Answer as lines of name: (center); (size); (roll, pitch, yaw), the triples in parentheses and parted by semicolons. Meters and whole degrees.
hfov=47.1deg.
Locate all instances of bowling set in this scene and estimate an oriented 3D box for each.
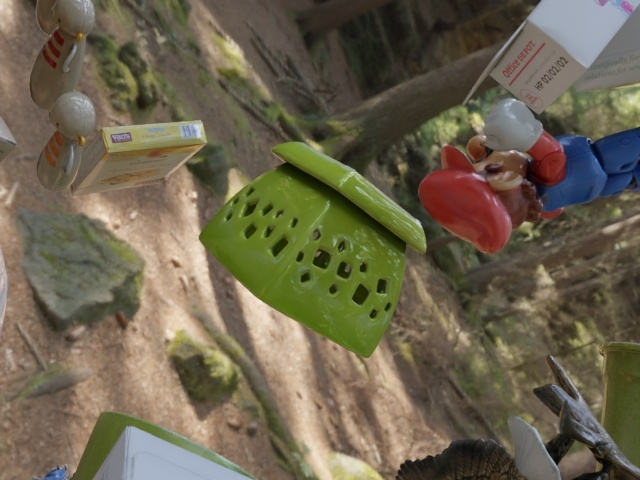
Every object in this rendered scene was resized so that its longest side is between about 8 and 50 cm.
bowling set: (-0.320, -0.199, 0.716); (0.199, 0.154, 0.287); (4, 58, -31)

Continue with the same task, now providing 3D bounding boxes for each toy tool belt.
toy tool belt: (-0.474, 0.430, 1.322); (0.052, 0.083, 0.051); (30, -39, 60)

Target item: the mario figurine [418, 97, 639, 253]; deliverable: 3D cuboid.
mario figurine: (0.273, -0.106, 0.903); (0.170, 0.320, 0.198); (-108, -176, -64)

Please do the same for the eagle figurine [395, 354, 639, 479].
eagle figurine: (0.222, 0.316, 0.838); (0.225, 0.298, 0.226); (43, 15, -2)

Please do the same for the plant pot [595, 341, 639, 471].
plant pot: (0.574, 0.333, 1.216); (0.276, 0.276, 0.254); (49, 59, -66)

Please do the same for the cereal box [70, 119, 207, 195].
cereal box: (-0.318, -0.138, 1.251); (0.240, 0.173, 0.047); (-25, -101, 57)

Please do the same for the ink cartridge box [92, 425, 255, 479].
ink cartridge box: (-0.159, 0.358, 0.667); (0.198, 0.270, 0.197); (31, 8, -20)

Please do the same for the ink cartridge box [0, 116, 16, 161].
ink cartridge box: (-0.630, -0.152, 1.128); (0.088, 0.193, 0.234); (52, 8, 27)

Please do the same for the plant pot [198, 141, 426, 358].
plant pot: (0.000, 0.000, 1.045); (0.228, 0.207, 0.227); (35, 0, -37)

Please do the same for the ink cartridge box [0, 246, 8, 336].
ink cartridge box: (-0.447, 0.093, 0.625); (0.131, 0.306, 0.226); (122, -32, -57)

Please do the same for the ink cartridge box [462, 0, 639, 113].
ink cartridge box: (0.203, -0.174, 0.595); (0.061, 0.181, 0.104); (40, -9, 4)

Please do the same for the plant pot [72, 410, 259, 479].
plant pot: (-0.246, 0.424, 0.973); (0.294, 0.274, 0.275); (-64, 144, -28)

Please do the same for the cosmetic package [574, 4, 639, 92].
cosmetic package: (0.408, -0.266, 0.853); (0.365, 0.196, 0.155); (-23, 104, -59)
